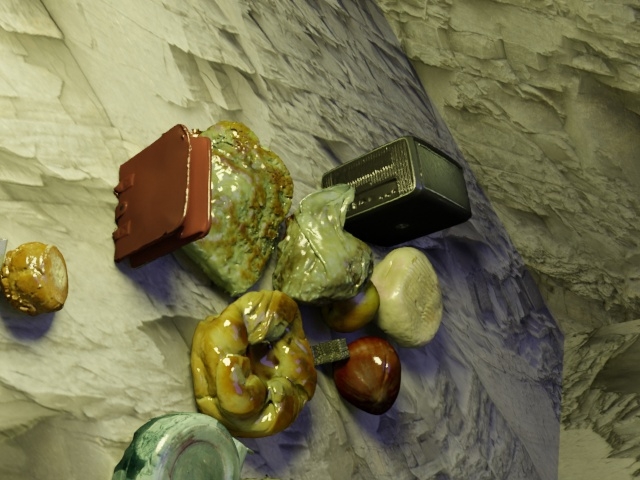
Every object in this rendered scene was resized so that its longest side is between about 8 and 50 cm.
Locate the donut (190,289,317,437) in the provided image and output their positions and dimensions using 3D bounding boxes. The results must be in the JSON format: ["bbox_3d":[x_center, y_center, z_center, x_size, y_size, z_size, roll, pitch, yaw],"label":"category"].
[{"bbox_3d":[-0.154,0.296,1.371,0.360,0.170,0.360,28,53,-44],"label":"donut"}]

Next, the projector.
[{"bbox_3d":[0.265,-0.160,1.953,0.405,0.395,0.241,16,62,-47],"label":"projector"}]

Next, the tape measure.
[{"bbox_3d":[-0.282,0.485,1.126,0.275,0.147,0.256,48,42,-32],"label":"tape measure"}]

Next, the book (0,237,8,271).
[{"bbox_3d":[-0.655,0.042,0.959,0.199,0.016,0.138,20,68,-47],"label":"book"}]

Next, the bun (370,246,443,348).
[{"bbox_3d":[0.281,0.200,1.953,0.361,0.213,0.360,2,87,-48],"label":"bun"}]

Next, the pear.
[{"bbox_3d":[0.086,0.190,1.720,0.200,0.200,0.199,28,52,-42],"label":"pear"}]

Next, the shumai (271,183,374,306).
[{"bbox_3d":[0.000,0.000,1.562,0.330,0.292,0.288,-40,147,-47],"label":"shumai"}]

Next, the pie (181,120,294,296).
[{"bbox_3d":[-0.244,-0.090,1.450,0.395,0.181,0.417,39,52,-37],"label":"pie"}]

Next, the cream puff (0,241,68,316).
[{"bbox_3d":[-0.536,0.072,1.038,0.126,0.103,0.143,90,-9,-77],"label":"cream puff"}]

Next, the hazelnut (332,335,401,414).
[{"bbox_3d":[0.151,0.412,1.669,0.230,0.230,0.229,28,52,-42],"label":"hazelnut"}]

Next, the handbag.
[{"bbox_3d":[-0.351,-0.091,1.221,0.084,0.276,0.259,20,59,-48],"label":"handbag"}]

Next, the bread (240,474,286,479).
[{"bbox_3d":[-0.059,0.628,1.217,0.248,0.315,0.278,30,40,-43],"label":"bread"}]

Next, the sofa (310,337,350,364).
[{"bbox_3d":[0.025,0.325,1.627,0.039,0.118,0.060,0,73,-54],"label":"sofa"}]
